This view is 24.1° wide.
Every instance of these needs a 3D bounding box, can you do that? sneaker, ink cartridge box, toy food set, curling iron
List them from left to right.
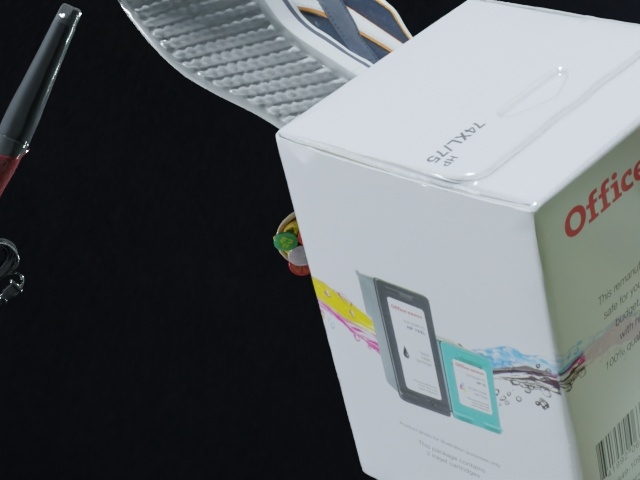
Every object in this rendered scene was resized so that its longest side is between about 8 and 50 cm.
[{"bbox_3d":[-0.253,-0.067,1.266,0.068,0.035,0.274,17,-88,-10],"label":"curling iron"},{"bbox_3d":[-0.033,-0.176,1.269,0.321,0.127,0.126,39,-54,1],"label":"sneaker"},{"bbox_3d":[0.000,0.000,1.360,0.082,0.020,0.083,-29,-49,20],"label":"toy food set"},{"bbox_3d":[0.131,0.020,0.929,0.198,0.197,0.270,-37,-52,-32],"label":"ink cartridge box"}]
